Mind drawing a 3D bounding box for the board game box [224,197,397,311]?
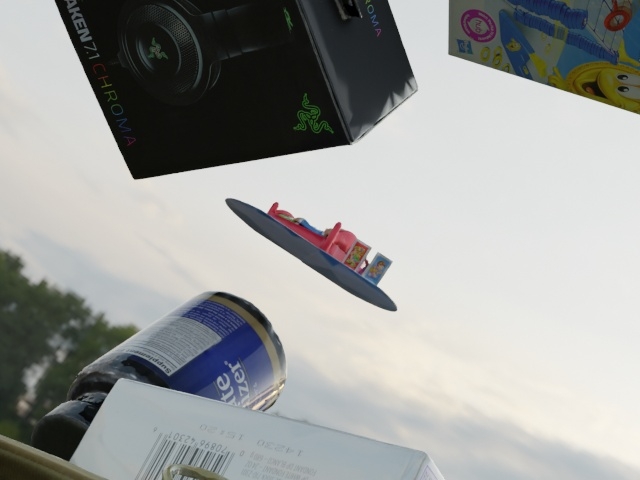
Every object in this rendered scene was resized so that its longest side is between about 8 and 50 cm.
[{"bbox_3d":[0.000,0.000,1.068,0.168,0.033,0.133,34,-8,-3],"label":"board game box"}]

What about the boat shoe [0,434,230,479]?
[{"bbox_3d":[-0.108,0.127,0.527,0.285,0.089,0.104,7,5,27],"label":"boat shoe"}]

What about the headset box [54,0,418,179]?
[{"bbox_3d":[-0.076,-0.201,1.150,0.283,0.131,0.246,-6,-66,37],"label":"headset box"}]

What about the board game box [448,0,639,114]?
[{"bbox_3d":[0.270,-0.269,1.178,0.302,0.086,0.308,22,-38,24],"label":"board game box"}]

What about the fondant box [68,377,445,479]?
[{"bbox_3d":[0.005,0.238,0.880,0.238,0.096,0.330,8,-33,34],"label":"fondant box"}]

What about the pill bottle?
[{"bbox_3d":[-0.133,0.137,1.081,0.122,0.219,0.123,14,-61,28],"label":"pill bottle"}]
